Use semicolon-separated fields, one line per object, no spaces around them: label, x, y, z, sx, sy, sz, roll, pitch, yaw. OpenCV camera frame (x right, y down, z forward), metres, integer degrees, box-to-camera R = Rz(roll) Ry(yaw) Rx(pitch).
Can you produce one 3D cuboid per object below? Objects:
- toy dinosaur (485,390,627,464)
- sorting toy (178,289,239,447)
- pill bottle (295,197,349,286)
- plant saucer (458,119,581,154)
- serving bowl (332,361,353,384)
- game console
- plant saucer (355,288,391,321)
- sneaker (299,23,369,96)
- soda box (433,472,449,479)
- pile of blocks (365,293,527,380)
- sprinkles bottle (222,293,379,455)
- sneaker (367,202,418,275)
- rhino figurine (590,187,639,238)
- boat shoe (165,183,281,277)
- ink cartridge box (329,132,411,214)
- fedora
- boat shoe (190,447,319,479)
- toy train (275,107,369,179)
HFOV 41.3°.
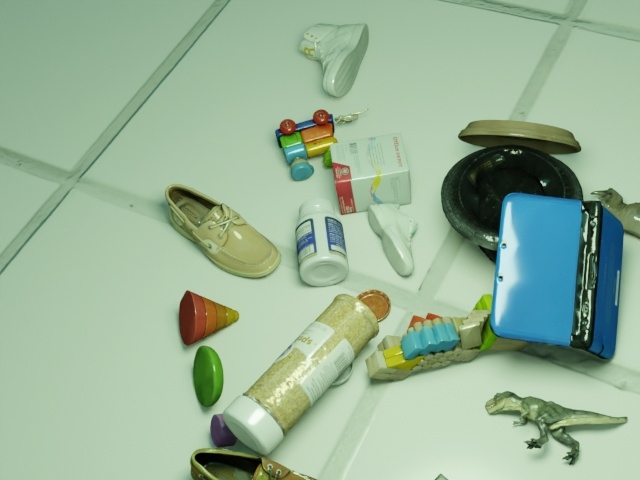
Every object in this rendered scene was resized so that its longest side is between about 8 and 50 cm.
toy dinosaur;0.447;0.355;1.621;0.268;0.064;0.118;9;49;12
sorting toy;-0.199;0.262;1.797;0.126;0.127;0.365;-1;50;-28
pill bottle;0.000;0.000;1.931;0.112;0.112;0.186;-9;53;3
plant saucer;0.456;-0.237;1.944;0.278;0.278;0.041;9;91;16
serving bowl;0.029;0.268;1.776;0.083;0.027;0.083;-5;52;7
game console;0.479;0.073;1.695;0.173;0.250;0.293;0;75;36
plant saucer;0.114;0.145;1.863;0.083;0.013;0.083;-5;53;7
sneaker;0.015;-0.493;2.310;0.169;0.108;0.292;8;45;17
soda box;0.264;0.505;1.541;0.060;0.053;0.169;-41;58;-20
pile of blocks;0.260;0.176;1.730;0.362;0.149;0.112;-15;53;-1
sprinkles bottle;-0.033;0.261;1.689;0.121;0.121;0.355;30;59;28
sneaker;0.185;-0.014;1.937;0.094;0.080;0.212;-12;50;-14
rhino figurine;0.703;-0.053;1.873;0.243;0.073;0.106;34;62;31
boat shoe;-0.241;-0.025;1.992;0.341;0.110;0.121;28;62;27
ink cartridge box;0.121;-0.158;2.017;0.176;0.127;0.128;-9;52;4
fedora;0.417;-0.059;1.872;0.334;0.152;0.334;-4;45;4
boat shoe;-0.108;0.469;1.601;0.307;0.104;0.110;9;55;16
toy train;0.023;-0.246;2.125;0.248;0.105;0.143;-16;63;-2
